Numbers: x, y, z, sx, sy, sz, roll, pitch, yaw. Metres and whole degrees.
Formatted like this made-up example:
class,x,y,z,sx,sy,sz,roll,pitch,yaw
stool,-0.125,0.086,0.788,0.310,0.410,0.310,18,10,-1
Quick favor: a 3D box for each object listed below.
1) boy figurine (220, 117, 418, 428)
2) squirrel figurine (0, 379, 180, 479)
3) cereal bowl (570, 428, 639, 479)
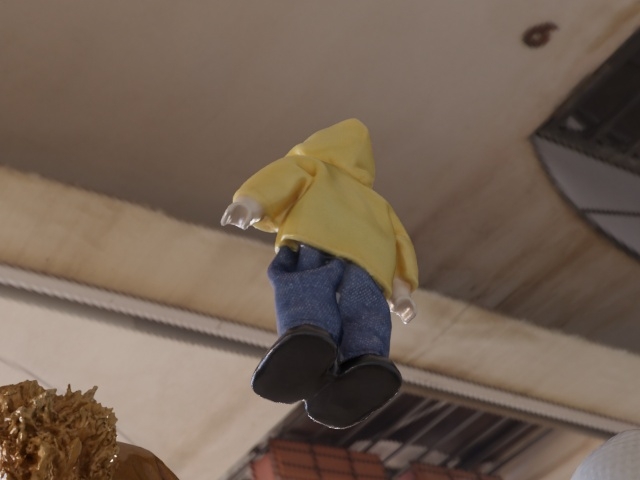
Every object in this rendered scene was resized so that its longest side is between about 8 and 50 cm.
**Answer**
class,x,y,z,sx,sy,sz,roll,pitch,yaw
boy figurine,0.000,0.000,0.838,0.177,0.092,0.285,25,-142,-23
squirrel figurine,-0.271,0.338,1.088,0.397,0.281,0.370,65,172,-21
cereal bowl,0.377,0.388,1.158,0.141,0.339,0.339,-27,-110,-14
